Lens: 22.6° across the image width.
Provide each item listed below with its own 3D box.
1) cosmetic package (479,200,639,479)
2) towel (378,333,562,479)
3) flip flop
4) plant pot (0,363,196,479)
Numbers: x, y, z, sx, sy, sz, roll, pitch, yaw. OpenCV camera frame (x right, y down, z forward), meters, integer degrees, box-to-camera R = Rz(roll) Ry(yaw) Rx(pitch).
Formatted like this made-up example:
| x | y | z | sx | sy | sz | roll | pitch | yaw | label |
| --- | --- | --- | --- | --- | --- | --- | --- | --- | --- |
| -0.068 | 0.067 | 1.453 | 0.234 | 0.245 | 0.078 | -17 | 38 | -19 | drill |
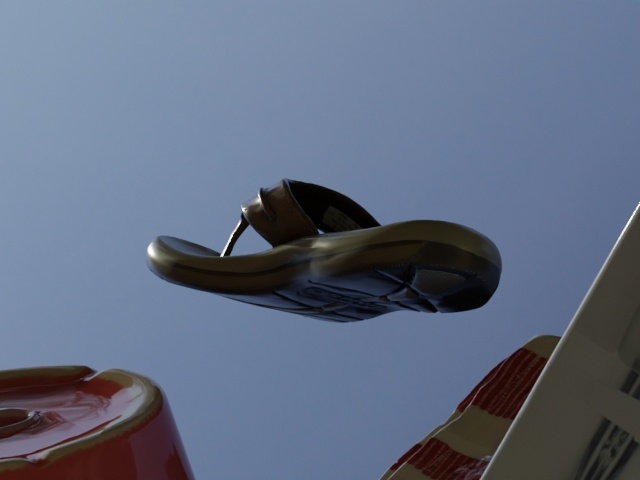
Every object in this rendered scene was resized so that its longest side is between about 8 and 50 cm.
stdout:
| x | y | z | sx | sy | sz | roll | pitch | yaw | label |
| --- | --- | --- | --- | --- | --- | --- | --- | --- | --- |
| 0.229 | 0.015 | 0.379 | 0.284 | 0.377 | 0.097 | 33 | -145 | 14 | cosmetic package |
| 0.156 | 0.162 | 1.167 | 0.237 | 0.037 | 0.329 | -1 | -152 | 49 | towel |
| 0.000 | 0.000 | 0.967 | 0.277 | 0.112 | 0.080 | -7 | -108 | 52 | flip flop |
| -0.168 | 0.212 | 0.907 | 0.275 | 0.243 | 0.275 | -6 | -169 | 1 | plant pot |
